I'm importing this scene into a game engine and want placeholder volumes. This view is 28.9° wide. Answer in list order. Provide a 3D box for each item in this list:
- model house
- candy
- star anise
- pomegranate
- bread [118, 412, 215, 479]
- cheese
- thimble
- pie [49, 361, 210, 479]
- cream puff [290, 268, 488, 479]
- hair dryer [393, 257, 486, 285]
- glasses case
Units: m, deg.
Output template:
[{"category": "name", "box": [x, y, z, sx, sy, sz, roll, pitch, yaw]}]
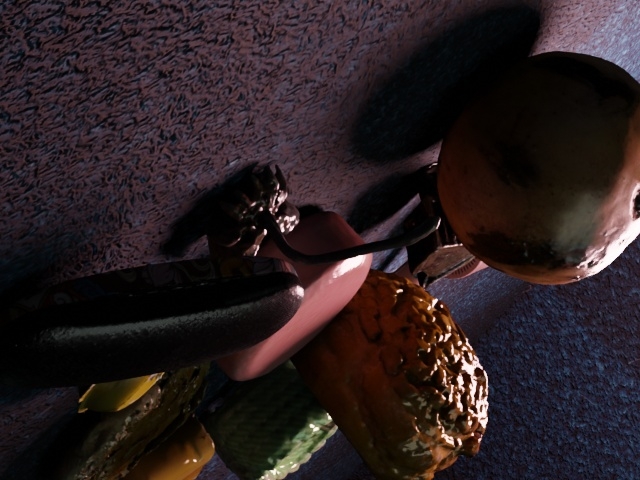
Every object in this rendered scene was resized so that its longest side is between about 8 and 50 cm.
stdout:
[{"category": "model house", "box": [0.160, -0.031, 1.764, 0.106, 0.165, 0.152, -15, 164, 14]}, {"category": "candy", "box": [-0.048, 0.075, 1.566, 0.255, 0.094, 0.255, -41, 166, -12]}, {"category": "star anise", "box": [0.000, 0.000, 1.281, 0.148, 0.227, 0.218, -11, 135, -51]}, {"category": "pomegranate", "box": [0.307, -0.097, 1.645, 0.322, 0.322, 0.322, -39, 165, -13]}, {"category": "bread", "box": [-0.243, 0.334, 1.815, 0.173, 0.085, 0.134, -30, 164, -42]}, {"category": "cheese", "box": [-0.190, 0.115, 1.374, 0.177, 0.069, 0.270, -49, 175, 21]}, {"category": "thimble", "box": [-0.072, 0.284, 1.986, 0.219, 0.150, 0.219, -40, 165, -13]}, {"category": "pie", "box": [-0.245, 0.244, 1.628, 0.274, 0.055, 0.274, -44, 168, -12]}, {"category": "cream puff", "box": [0.102, 0.183, 1.782, 0.231, 0.327, 0.343, -38, -175, -2]}, {"category": "hair dryer", "box": [0.174, 0.044, 2.060, 0.352, 0.125, 0.210, -39, 170, 30]}, {"category": "glasses case", "box": [-0.163, 0.077, 1.196, 0.321, 0.082, 0.122, -8, 153, -33]}]
